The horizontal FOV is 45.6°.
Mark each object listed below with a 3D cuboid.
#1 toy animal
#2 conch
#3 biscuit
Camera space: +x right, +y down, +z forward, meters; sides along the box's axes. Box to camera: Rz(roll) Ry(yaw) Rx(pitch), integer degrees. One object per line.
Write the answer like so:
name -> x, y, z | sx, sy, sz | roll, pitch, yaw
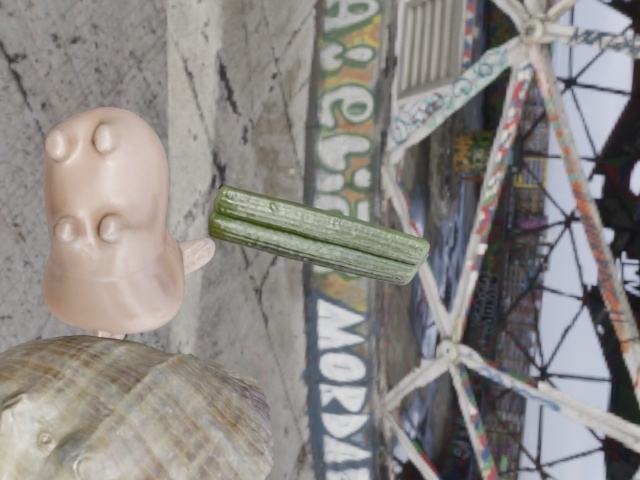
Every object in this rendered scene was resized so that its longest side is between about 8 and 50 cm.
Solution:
toy animal -> -0.296, -0.019, 1.080 | 0.269, 0.237, 0.326 | 28, 64, -81
conch -> -0.194, 0.162, 0.566 | 0.210, 0.297, 0.352 | 62, 39, -25
biscuit -> 0.000, 0.000, 1.086 | 0.038, 0.322, 0.099 | -88, -162, -48
